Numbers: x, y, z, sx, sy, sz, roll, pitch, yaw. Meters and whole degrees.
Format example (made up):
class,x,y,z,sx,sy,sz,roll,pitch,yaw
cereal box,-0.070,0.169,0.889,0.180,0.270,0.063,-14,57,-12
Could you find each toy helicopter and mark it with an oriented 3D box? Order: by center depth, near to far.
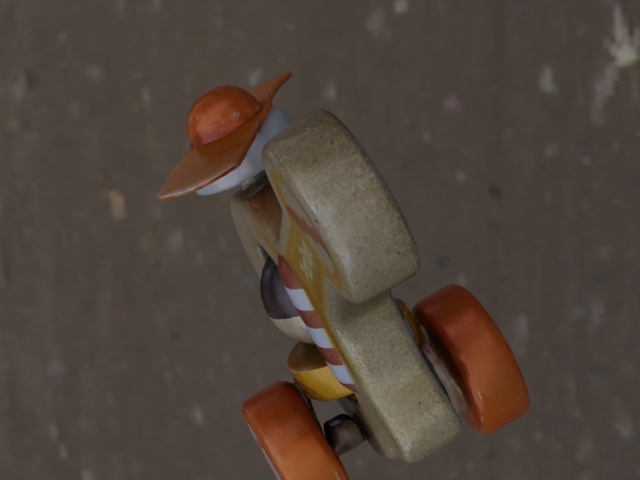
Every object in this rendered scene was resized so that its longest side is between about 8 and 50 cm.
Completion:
class,x,y,z,sx,sy,sz,roll,pitch,yaw
toy helicopter,0.000,0.000,0.959,0.235,0.140,0.355,60,173,11
